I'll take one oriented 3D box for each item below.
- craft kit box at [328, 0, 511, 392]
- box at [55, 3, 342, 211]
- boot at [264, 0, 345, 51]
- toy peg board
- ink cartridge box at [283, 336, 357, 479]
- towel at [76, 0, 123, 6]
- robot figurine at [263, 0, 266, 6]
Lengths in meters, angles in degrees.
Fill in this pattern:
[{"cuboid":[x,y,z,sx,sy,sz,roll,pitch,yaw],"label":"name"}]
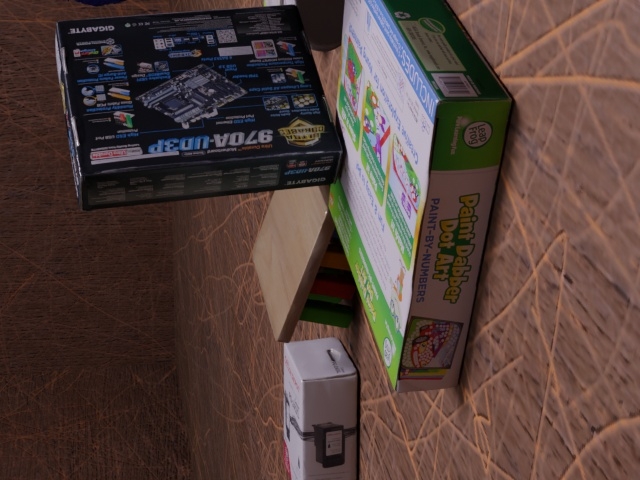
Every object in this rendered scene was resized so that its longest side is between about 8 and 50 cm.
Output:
[{"cuboid":[0.062,-0.059,0.853,0.250,0.061,0.247,-108,21,-51],"label":"craft kit box"},{"cuboid":[-0.107,-0.119,0.963,0.051,0.220,0.175,104,154,-54],"label":"box"},{"cuboid":[-0.024,-0.314,1.062,0.123,0.095,0.258,-145,50,-60],"label":"boot"},{"cuboid":[0.000,0.000,1.166,0.161,0.079,0.161,-111,36,-54],"label":"toy peg board"},{"cuboid":[-0.002,0.192,1.207,0.109,0.063,0.150,-127,35,-70],"label":"ink cartridge box"},{"cuboid":[-0.108,-0.341,0.875,0.076,0.227,0.308,38,126,19],"label":"towel"},{"cuboid":[-0.027,-0.252,1.190,0.101,0.067,0.115,-128,34,-50],"label":"robot figurine"}]
